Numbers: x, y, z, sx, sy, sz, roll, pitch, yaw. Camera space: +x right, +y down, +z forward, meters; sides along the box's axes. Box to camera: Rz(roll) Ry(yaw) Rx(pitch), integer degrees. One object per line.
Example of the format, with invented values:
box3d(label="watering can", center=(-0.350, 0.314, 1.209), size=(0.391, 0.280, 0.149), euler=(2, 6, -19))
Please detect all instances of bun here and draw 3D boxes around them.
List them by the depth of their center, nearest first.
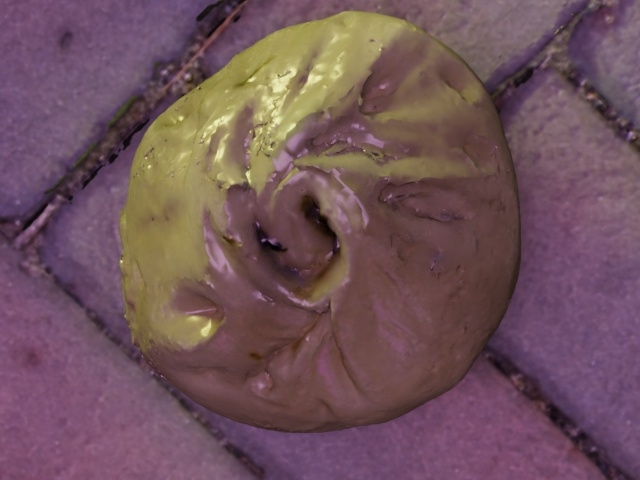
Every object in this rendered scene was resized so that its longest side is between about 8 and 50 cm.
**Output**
box3d(label="bun", center=(0.000, 0.000, 1.522), size=(0.326, 0.234, 0.362), euler=(45, 104, -5))
